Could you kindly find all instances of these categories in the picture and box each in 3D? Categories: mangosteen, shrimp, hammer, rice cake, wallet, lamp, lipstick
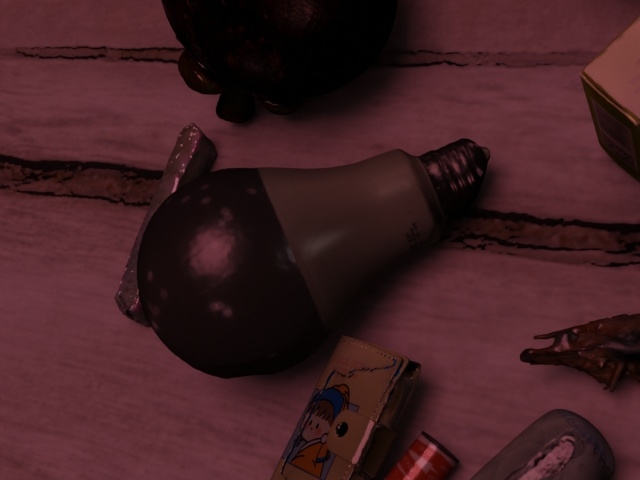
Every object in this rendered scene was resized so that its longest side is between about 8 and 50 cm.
[{"bbox_3d":[-0.046,-0.218,1.086,0.265,0.228,0.228,-60,44,35],"label":"mangosteen"},{"bbox_3d":[0.266,0.112,0.822,0.251,0.052,0.144,1,70,30],"label":"shrimp"},{"bbox_3d":[0.196,0.219,0.809,0.116,0.069,0.194,-43,61,5],"label":"hammer"},{"bbox_3d":[-0.153,-0.019,1.141,0.034,0.043,0.211,11,73,27],"label":"rice cake"},{"bbox_3d":[0.015,0.157,0.936,0.110,0.039,0.155,9,70,59],"label":"wallet"},{"bbox_3d":[-0.004,0.012,0.994,0.313,0.182,0.182,-14,54,-14],"label":"lamp"},{"bbox_3d":[0.056,0.214,0.904,0.131,0.038,0.038,-51,52,-1],"label":"lipstick"}]

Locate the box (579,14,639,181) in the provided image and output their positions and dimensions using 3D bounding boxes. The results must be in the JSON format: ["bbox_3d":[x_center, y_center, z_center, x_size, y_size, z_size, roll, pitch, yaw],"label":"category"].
[{"bbox_3d":[0.314,-0.167,0.847,0.260,0.175,0.062,-45,68,5],"label":"box"}]
